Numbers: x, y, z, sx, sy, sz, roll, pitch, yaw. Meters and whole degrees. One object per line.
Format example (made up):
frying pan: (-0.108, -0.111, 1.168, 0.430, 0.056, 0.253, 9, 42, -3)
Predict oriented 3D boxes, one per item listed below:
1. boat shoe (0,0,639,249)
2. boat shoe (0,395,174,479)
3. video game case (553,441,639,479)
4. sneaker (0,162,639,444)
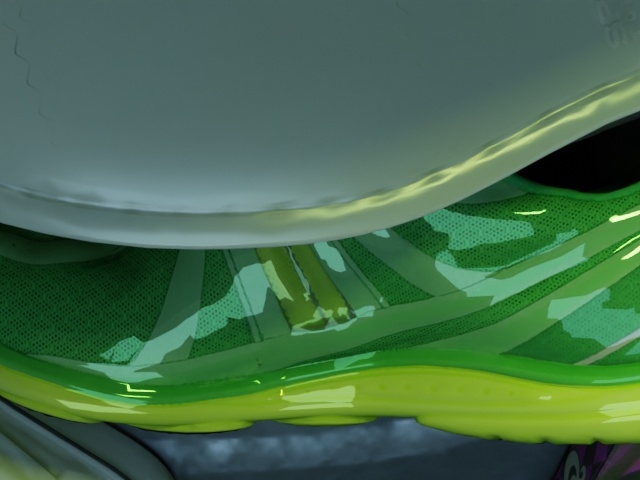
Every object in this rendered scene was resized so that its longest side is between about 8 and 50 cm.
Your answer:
boat shoe: (0.038, -0.067, 0.470, 0.305, 0.091, 0.109, -16, 92, -7)
boat shoe: (-0.162, 0.077, 0.610, 0.258, 0.084, 0.095, 27, 121, -19)
video game case: (0.191, 0.132, 0.682, 0.210, 0.042, 0.232, 15, 124, -10)
sneaker: (0.000, 0.000, 0.565, 0.295, 0.109, 0.124, 0, 97, 4)
